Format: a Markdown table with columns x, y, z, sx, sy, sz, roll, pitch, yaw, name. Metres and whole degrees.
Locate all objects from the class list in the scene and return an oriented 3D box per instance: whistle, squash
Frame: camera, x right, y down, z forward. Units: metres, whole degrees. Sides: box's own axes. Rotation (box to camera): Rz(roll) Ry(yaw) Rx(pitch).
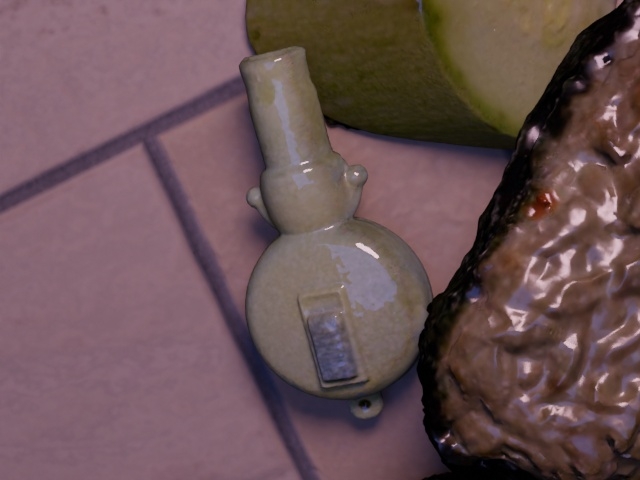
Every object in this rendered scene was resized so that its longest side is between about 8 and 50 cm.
| x | y | z | sx | sy | sz | roll | pitch | yaw | name |
| --- | --- | --- | --- | --- | --- | --- | --- | --- | --- |
| 0.000 | 0.000 | 1.043 | 0.126 | 0.067 | 0.258 | -12 | 100 | 16 | whistle |
| 0.074 | -0.179 | 1.038 | 0.204 | 0.155 | 0.237 | -2 | 97 | -25 | squash |

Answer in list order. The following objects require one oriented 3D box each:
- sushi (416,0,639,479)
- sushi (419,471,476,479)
| x | y | z | sx | sy | sz | roll | pitch | yaw | name |
| --- | --- | --- | --- | --- | --- | --- | --- | --- | --- |
| 0.195 | 0.004 | 0.938 | 0.211 | 0.171 | 0.350 | 36 | 95 | -3 | sushi |
| 0.179 | 0.256 | 0.991 | 0.343 | 0.182 | 0.196 | 3 | 105 | 15 | sushi |
